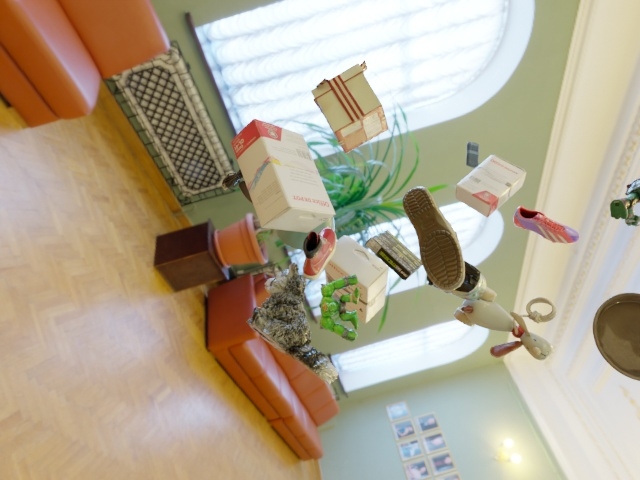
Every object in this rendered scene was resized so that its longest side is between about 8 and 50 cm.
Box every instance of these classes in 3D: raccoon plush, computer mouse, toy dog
[{"bbox_3d":[-0.057,0.298,1.622,0.447,0.299,0.216,36,-21,10],"label":"raccoon plush"},{"bbox_3d":[-0.302,-0.220,1.947,0.272,0.189,0.072,40,32,-38],"label":"computer mouse"},{"bbox_3d":[0.607,0.280,1.443,0.161,0.334,0.220,-3,102,-51],"label":"toy dog"}]

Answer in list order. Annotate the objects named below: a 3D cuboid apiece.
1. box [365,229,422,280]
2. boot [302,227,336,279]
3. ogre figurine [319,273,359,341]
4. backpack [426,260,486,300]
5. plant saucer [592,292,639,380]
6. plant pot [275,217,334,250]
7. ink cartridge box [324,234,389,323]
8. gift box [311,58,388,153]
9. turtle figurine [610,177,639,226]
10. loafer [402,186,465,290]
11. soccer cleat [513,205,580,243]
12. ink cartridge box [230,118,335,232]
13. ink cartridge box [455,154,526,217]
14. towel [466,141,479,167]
[{"bbox_3d":[0.269,0.048,1.521,0.191,0.045,0.184,43,23,13],"label":"box"},{"bbox_3d":[0.000,0.000,1.525,0.176,0.089,0.244,89,19,-44],"label":"boot"},{"bbox_3d":[0.056,0.205,1.292,0.097,0.118,0.196,-93,-176,-77],"label":"ogre figurine"},{"bbox_3d":[0.481,0.127,1.469,0.115,0.151,0.182,32,-3,-43],"label":"backpack"},{"bbox_3d":[1.000,0.303,1.338,0.041,0.278,0.277,78,-3,-69],"label":"plant saucer"},{"bbox_3d":[-0.059,-0.117,2.009,0.290,0.291,0.195,-105,-156,-46],"label":"plant pot"},{"bbox_3d":[0.174,0.200,2.128,0.285,0.166,0.394,37,-25,26],"label":"ink cartridge box"},{"bbox_3d":[0.126,-0.566,1.759,0.258,0.255,0.276,64,4,19],"label":"gift box"},{"bbox_3d":[0.882,-0.115,1.142,0.118,0.234,0.175,58,-40,23],"label":"turtle figurine"},{"bbox_3d":[0.289,-0.007,1.043,0.092,0.102,0.268,12,58,-56],"label":"loafer"},{"bbox_3d":[0.886,-0.062,1.667,0.248,0.083,0.095,27,-26,33],"label":"soccer cleat"},{"bbox_3d":[-0.112,-0.189,1.282,0.226,0.131,0.306,5,60,-53],"label":"ink cartridge box"},{"bbox_3d":[0.657,-0.214,1.644,0.159,0.218,0.092,41,-18,33],"label":"ink cartridge box"},{"bbox_3d":[0.733,-0.413,2.038,0.029,0.067,0.119,162,-64,-67],"label":"towel"}]
